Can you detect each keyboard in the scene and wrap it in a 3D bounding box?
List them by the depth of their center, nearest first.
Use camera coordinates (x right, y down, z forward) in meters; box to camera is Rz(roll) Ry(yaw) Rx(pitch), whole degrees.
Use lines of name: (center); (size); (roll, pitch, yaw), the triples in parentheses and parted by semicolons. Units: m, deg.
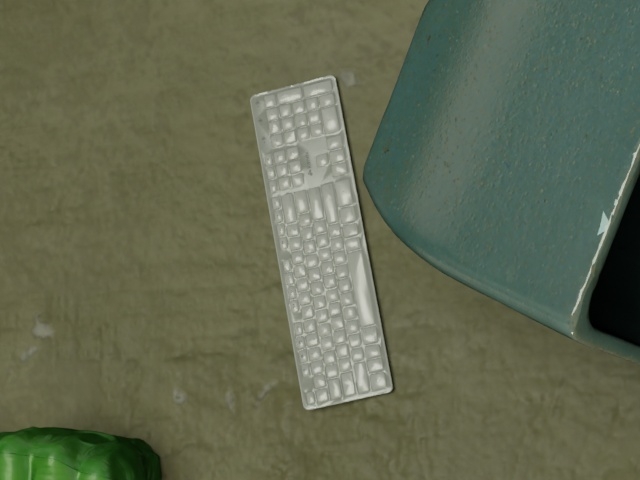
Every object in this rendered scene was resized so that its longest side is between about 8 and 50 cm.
keyboard: (0.000, 0.000, 1.542); (0.072, 0.014, 0.256); (-15, 76, 19)

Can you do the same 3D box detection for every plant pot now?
plant pot: (0.179, -0.057, 1.365); (0.252, 0.248, 0.247); (19, 88, 42)

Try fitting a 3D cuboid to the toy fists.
toy fists: (-0.268, 0.190, 1.548); (0.279, 0.142, 0.096); (0, 81, 23)
